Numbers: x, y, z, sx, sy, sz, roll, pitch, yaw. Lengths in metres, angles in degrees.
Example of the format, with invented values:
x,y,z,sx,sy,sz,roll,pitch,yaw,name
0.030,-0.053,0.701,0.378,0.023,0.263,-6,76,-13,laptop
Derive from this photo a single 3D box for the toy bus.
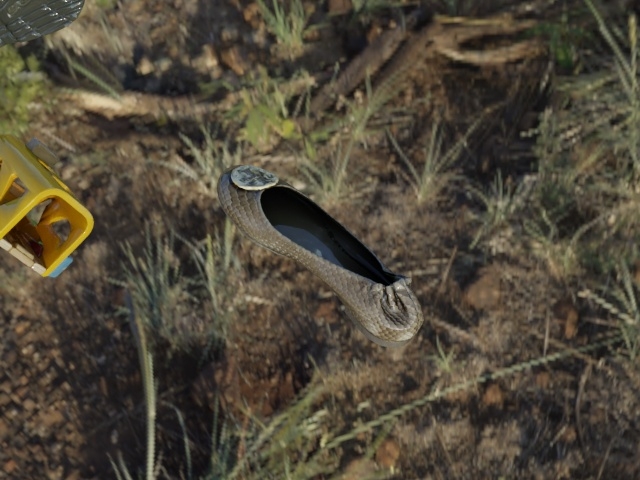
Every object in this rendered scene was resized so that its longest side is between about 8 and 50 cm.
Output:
x,y,z,sx,sy,sz,roll,pitch,yaw,name
-0.325,-0.059,1.128,0.104,0.191,0.202,-45,99,-2,toy bus

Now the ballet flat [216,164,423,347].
x,y,z,sx,sy,sz,roll,pitch,yaw,name
0.000,0.000,0.982,0.084,0.058,0.250,-27,60,-38,ballet flat

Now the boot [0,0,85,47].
x,y,z,sx,sy,sz,roll,pitch,yaw,name
-0.305,-0.219,0.955,0.246,0.083,0.161,-15,33,9,boot
